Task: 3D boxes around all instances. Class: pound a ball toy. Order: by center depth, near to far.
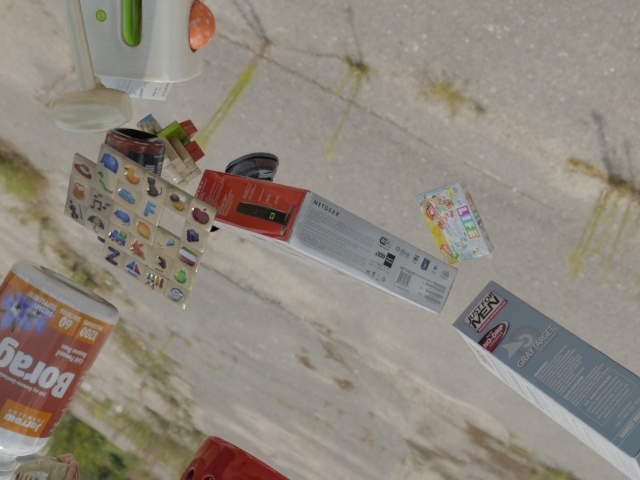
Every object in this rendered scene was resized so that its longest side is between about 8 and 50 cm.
[{"bbox_3d":[-0.181,-0.281,0.855,0.136,0.319,0.208,6,-161,5],"label":"pound a ball toy"}]

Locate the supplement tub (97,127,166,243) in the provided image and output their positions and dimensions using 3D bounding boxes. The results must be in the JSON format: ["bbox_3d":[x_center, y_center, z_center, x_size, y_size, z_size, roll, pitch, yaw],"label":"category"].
[{"bbox_3d":[-0.335,-0.089,1.422,0.106,0.198,0.106,14,-165,-4],"label":"supplement tub"}]

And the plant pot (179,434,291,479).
[{"bbox_3d":[-0.089,0.328,0.876,0.191,0.174,0.191,31,159,13],"label":"plant pot"}]

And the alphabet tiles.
[{"bbox_3d":[-0.276,-0.027,1.216,0.237,0.009,0.198,30,127,10],"label":"alphabet tiles"}]

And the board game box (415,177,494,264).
[{"bbox_3d":[0.263,-0.035,1.606,0.103,0.026,0.154,-20,99,40],"label":"board game box"}]

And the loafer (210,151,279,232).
[{"bbox_3d":[-0.177,-0.100,1.791,0.109,0.095,0.302,8,160,-31],"label":"loafer"}]

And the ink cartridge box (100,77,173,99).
[{"bbox_3d":[-0.321,-0.307,1.488,0.052,0.088,0.122,44,-152,25],"label":"ink cartridge box"}]

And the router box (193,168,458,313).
[{"bbox_3d":[0.000,0.000,1.322,0.335,0.082,0.301,26,174,-38],"label":"router box"}]

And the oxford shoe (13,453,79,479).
[{"bbox_3d":[-0.650,0.589,1.941,0.147,0.140,0.397,4,169,-20],"label":"oxford shoe"}]

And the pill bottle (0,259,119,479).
[{"bbox_3d":[-0.309,0.138,0.838,0.121,0.216,0.121,28,174,3],"label":"pill bottle"}]

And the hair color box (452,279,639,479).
[{"bbox_3d":[0.411,0.235,1.364,0.374,0.113,0.185,37,171,42],"label":"hair color box"}]

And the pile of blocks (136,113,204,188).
[{"bbox_3d":[-0.352,-0.253,1.952,0.149,0.113,0.362,57,176,-29],"label":"pile of blocks"}]
